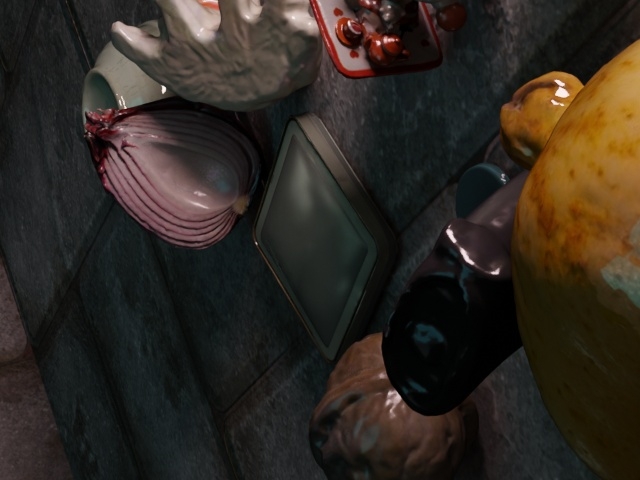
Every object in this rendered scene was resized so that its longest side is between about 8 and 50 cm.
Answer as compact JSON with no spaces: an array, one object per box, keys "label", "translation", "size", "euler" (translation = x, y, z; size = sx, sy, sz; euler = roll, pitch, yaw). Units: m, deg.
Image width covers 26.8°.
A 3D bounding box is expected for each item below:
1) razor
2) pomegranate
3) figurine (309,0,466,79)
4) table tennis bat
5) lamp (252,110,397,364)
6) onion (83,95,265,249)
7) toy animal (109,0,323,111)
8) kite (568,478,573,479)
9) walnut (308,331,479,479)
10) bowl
[{"label":"razor","translation":[0.192,0.014,1.191],"size":[0.113,0.349,0.204],"euler":[43,137,22]},{"label":"pomegranate","translation":[0.293,-0.001,0.937],"size":[0.410,0.410,0.410],"euler":[34,130,53]},{"label":"figurine","translation":[0.110,-0.306,1.427],"size":[0.226,0.160,0.183],"euler":[-33,73,53]},{"label":"table tennis bat","translation":[0.202,-0.038,1.474],"size":[0.124,0.033,0.201],"euler":[68,154,13]},{"label":"lamp","translation":[0.000,0.000,1.851],"size":[0.266,0.047,0.269],"euler":[60,148,31]},{"label":"onion","translation":[-0.224,-0.129,2.014],"size":[0.227,0.283,0.120],"euler":[-54,15,19]},{"label":"toy animal","translation":[-0.095,-0.301,1.825],"size":[0.266,0.188,0.308],"euler":[49,135,7]},{"label":"kite","translation":[0.314,0.340,1.451],"size":[0.244,0.006,0.198],"euler":[9,110,60]},{"label":"walnut","translation":[0.090,0.222,1.625],"size":[0.224,0.224,0.224],"euler":[34,130,53]},{"label":"bowl","translation":[-0.283,-0.204,2.186],"size":[0.307,0.163,0.307],"euler":[26,121,54]}]
